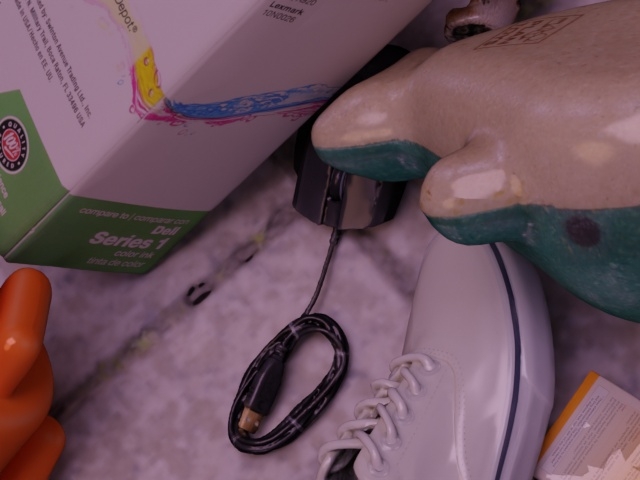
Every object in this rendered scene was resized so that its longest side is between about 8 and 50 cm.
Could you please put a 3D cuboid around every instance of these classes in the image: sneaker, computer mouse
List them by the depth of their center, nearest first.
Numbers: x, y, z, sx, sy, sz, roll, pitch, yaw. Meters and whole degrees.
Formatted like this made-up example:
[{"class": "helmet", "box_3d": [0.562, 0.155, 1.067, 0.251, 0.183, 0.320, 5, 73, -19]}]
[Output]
[{"class": "sneaker", "box_3d": [0.049, 0.105, 0.968, 0.094, 0.091, 0.258, -16, 60, 51]}, {"class": "computer mouse", "box_3d": [0.000, 0.000, 1.068, 0.071, 0.041, 0.242, 12, 74, 20]}]

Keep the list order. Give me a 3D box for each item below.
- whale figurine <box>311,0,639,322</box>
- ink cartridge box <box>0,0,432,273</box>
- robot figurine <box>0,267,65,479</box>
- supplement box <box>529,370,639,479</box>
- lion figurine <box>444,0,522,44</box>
[{"class": "whale figurine", "box_3d": [0.126, -0.037, 0.959, 0.272, 0.141, 0.216, 4, 28, 43]}, {"class": "ink cartridge box", "box_3d": [-0.082, -0.143, 1.047, 0.278, 0.117, 0.201, -42, 60, 30]}, {"class": "robot figurine", "box_3d": [-0.224, 0.096, 1.035, 0.219, 0.158, 0.128, -48, 60, 25]}, {"class": "supplement box", "box_3d": [0.159, 0.118, 0.975, 0.098, 0.036, 0.062, 34, 83, 27]}, {"class": "lion figurine", "box_3d": [0.186, -0.224, 1.061, 0.392, 0.142, 0.240, 7, 60, 5]}]
